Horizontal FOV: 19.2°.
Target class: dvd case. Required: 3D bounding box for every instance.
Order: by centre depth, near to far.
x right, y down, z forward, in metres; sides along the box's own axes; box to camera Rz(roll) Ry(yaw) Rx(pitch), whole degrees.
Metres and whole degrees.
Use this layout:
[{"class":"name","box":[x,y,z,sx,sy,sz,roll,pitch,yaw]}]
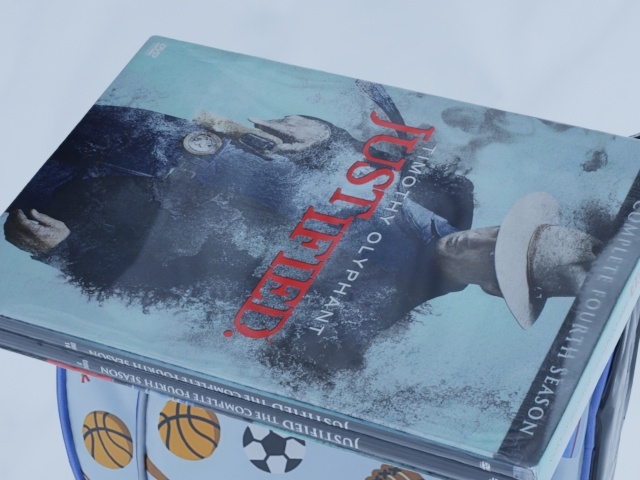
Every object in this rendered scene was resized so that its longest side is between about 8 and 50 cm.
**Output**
[{"class":"dvd case","box":[0.000,0.000,0.358,0.119,0.013,0.087,16,47,21]}]

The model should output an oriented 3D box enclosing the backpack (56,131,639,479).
[{"class":"backpack","box":[0.009,0.064,0.897,0.263,0.213,0.277,11,98,15]}]
